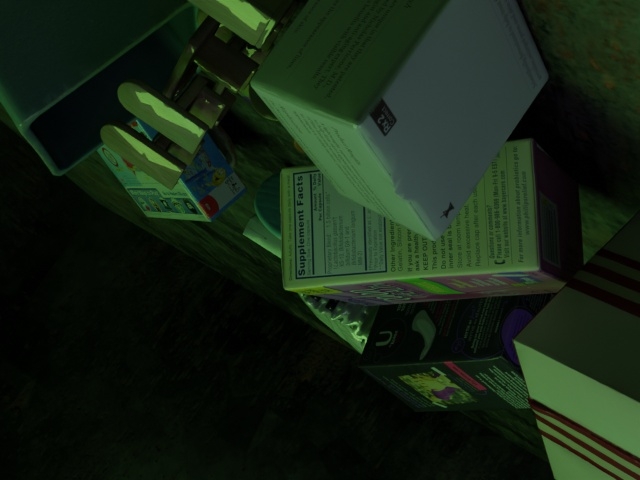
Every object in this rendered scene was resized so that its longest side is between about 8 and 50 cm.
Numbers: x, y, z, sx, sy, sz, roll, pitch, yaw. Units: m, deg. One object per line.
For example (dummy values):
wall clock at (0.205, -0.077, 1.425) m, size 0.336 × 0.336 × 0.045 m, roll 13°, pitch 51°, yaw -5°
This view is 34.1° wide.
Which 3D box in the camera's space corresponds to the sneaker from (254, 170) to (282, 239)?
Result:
sneaker at (0.044, 0.007, 1.703) m, size 0.319 × 0.127 × 0.208 m, roll 27°, pitch 167°, yaw 36°

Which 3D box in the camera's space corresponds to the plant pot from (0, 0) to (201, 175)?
plant pot at (-0.310, -0.270, 1.246) m, size 0.252 × 0.247 × 0.248 m, roll 51°, pitch 171°, yaw 4°

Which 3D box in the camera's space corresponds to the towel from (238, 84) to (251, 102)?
towel at (-0.094, -0.205, 1.473) m, size 0.083 × 0.009 × 0.060 m, roll 39°, pitch 168°, yaw -29°

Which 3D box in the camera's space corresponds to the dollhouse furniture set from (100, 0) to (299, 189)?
dollhouse furniture set at (-0.132, -0.215, 1.020) m, size 0.161 × 0.212 × 0.242 m, roll 34°, pitch 144°, yaw -6°

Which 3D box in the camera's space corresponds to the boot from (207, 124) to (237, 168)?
boot at (-0.233, -0.158, 1.896) m, size 0.236 × 0.089 × 0.269 m, roll 41°, pitch 166°, yaw -37°

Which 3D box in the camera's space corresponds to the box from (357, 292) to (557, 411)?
box at (0.211, 0.137, 1.470) m, size 0.143 × 0.165 × 0.270 m, roll 40°, pitch 149°, yaw -30°

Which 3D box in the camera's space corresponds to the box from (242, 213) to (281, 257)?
box at (-0.034, -0.014, 1.815) m, size 0.145 × 0.038 × 0.186 m, roll 32°, pitch -154°, yaw 8°

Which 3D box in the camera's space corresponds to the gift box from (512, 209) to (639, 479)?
gift box at (0.364, 0.119, 0.928) m, size 0.258 × 0.276 × 0.255 m, roll 28°, pitch 156°, yaw 45°

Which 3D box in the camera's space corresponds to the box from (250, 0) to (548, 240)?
box at (0.070, -0.129, 0.843) m, size 0.119 × 0.182 × 0.181 m, roll 28°, pitch 168°, yaw 36°

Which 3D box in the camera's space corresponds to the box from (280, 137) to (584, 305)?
box at (0.114, -0.008, 1.015) m, size 0.242 × 0.117 × 0.213 m, roll -5°, pitch 171°, yaw 23°

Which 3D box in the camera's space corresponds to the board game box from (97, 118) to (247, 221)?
board game box at (-0.295, -0.176, 1.731) m, size 0.302 × 0.086 × 0.308 m, roll 55°, pitch 159°, yaw -20°

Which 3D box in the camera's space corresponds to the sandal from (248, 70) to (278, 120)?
sandal at (0.048, -0.167, 1.049) m, size 0.240 × 0.079 × 0.088 m, roll -1°, pitch 110°, yaw 28°

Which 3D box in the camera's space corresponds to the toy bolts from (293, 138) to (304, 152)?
toy bolts at (0.071, -0.101, 1.245) m, size 0.218 × 0.159 × 0.228 m, roll -5°, pitch 161°, yaw -8°

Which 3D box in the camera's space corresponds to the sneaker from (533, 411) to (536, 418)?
sneaker at (0.374, 0.239, 1.758) m, size 0.079 × 0.121 × 0.217 m, roll 40°, pitch 168°, yaw -29°

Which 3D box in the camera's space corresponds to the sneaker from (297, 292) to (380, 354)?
sneaker at (0.062, 0.119, 1.642) m, size 0.292 × 0.110 × 0.118 m, roll 45°, pitch 165°, yaw -21°
